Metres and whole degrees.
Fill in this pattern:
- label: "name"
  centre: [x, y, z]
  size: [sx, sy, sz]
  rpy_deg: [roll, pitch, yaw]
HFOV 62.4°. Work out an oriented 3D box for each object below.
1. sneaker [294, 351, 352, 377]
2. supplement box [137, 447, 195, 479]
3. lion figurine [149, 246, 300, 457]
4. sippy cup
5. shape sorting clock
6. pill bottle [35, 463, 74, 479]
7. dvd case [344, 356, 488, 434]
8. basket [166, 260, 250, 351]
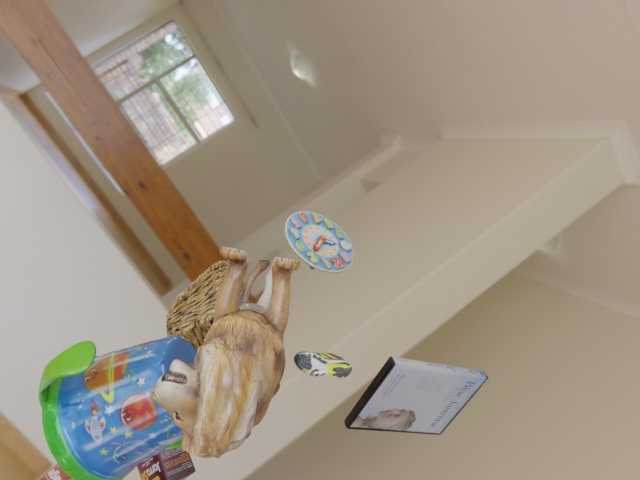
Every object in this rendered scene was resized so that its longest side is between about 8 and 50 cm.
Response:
- label: "sneaker"
  centre: [0.001, 0.171, 0.733]
  size: [0.083, 0.031, 0.035]
  rpy_deg: [17, 4, -16]
- label: "supplement box"
  centre: [-0.388, 0.495, 1.265]
  size: [0.080, 0.104, 0.188]
  rpy_deg: [-1, 55, -52]
- label: "lion figurine"
  centre: [-0.111, 0.135, 0.759]
  size: [0.142, 0.240, 0.392]
  rpy_deg: [11, -2, 1]
- label: "sippy cup"
  centre: [-0.322, 0.286, 0.948]
  size: [0.240, 0.224, 0.305]
  rpy_deg: [68, 11, 10]
- label: "shape sorting clock"
  centre: [0.000, 0.000, 1.384]
  size: [0.206, 0.206, 0.040]
  rpy_deg: [53, -50, 13]
- label: "pill bottle"
  centre: [-0.814, 0.765, 1.614]
  size: [0.121, 0.216, 0.121]
  rpy_deg: [30, -40, 29]
- label: "dvd case"
  centre: [0.191, 0.312, 1.039]
  size: [0.253, 0.180, 0.022]
  rpy_deg: [15, 27, -31]
- label: "basket"
  centre: [-0.265, 0.249, 1.353]
  size: [0.299, 0.213, 0.223]
  rpy_deg: [65, -3, -34]
